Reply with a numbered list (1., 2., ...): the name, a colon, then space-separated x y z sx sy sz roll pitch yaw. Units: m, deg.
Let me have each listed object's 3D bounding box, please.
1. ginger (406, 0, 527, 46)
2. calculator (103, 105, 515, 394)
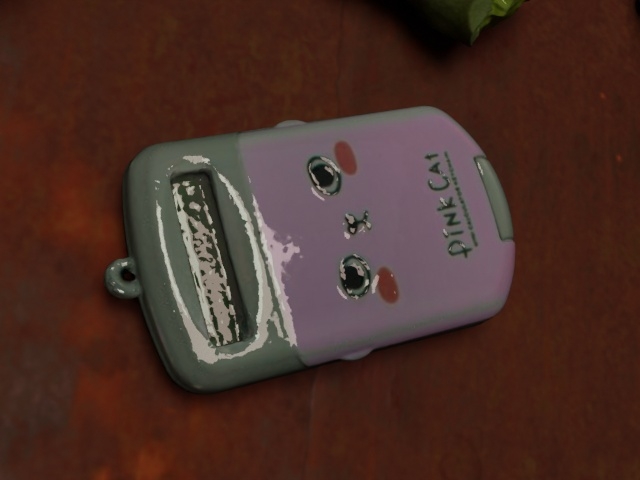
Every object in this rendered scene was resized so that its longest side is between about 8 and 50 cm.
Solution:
1. ginger: 0.027 -0.238 0.554 0.290 0.089 0.137 30 84 -6
2. calculator: 0.000 0.000 0.493 0.246 0.045 0.141 -10 78 -23
